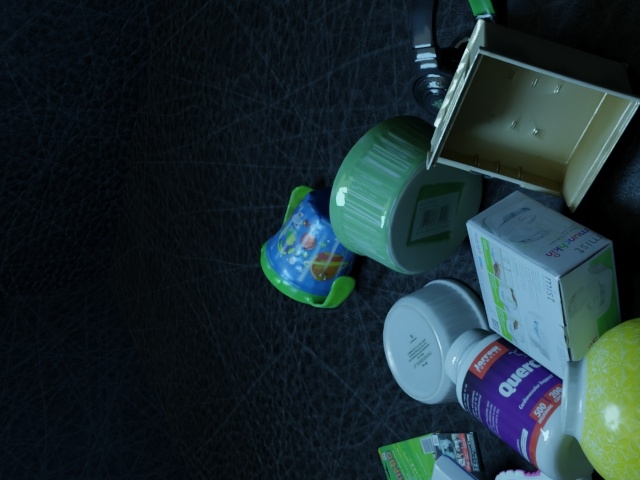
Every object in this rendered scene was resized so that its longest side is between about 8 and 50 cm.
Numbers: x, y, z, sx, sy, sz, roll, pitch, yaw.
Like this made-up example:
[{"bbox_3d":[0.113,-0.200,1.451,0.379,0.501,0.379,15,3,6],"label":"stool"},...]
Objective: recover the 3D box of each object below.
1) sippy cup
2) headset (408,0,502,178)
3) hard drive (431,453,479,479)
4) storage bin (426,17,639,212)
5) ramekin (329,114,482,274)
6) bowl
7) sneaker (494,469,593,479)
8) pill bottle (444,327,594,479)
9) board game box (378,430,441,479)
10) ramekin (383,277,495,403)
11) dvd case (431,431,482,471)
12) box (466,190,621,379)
[{"bbox_3d":[0.000,0.000,2.211,0.305,0.240,0.224,40,126,14],"label":"sippy cup"},{"bbox_3d":[0.286,-0.296,1.619,0.185,0.243,0.394,3,118,40],"label":"headset"},{"bbox_3d":[0.313,0.590,1.885,0.210,0.040,0.318,38,151,26],"label":"hard drive"},{"bbox_3d":[0.336,-0.196,1.484,0.123,0.262,0.260,-79,7,-48],"label":"storage bin"},{"bbox_3d":[0.180,-0.081,1.787,0.148,0.303,0.303,34,128,41],"label":"ramekin"},{"bbox_3d":[0.455,0.250,1.397,0.289,0.156,0.289,5,-90,-78],"label":"bowl"},{"bbox_3d":[0.418,0.494,1.724,0.252,0.103,0.111,141,135,-58],"label":"sneaker"},{"bbox_3d":[0.377,0.288,1.673,0.323,0.182,0.181,35,129,50],"label":"pill bottle"},{"bbox_3d":[0.227,0.536,2.164,0.259,0.039,0.124,-35,69,55],"label":"board game box"},{"bbox_3d":[0.245,0.224,1.936,0.273,0.127,0.272,27,121,55],"label":"ramekin"},{"bbox_3d":[0.301,0.469,2.005,0.119,0.013,0.087,-15,83,45],"label":"dvd case"},{"bbox_3d":[0.386,0.084,1.557,0.231,0.127,0.262,36,153,50],"label":"box"}]
